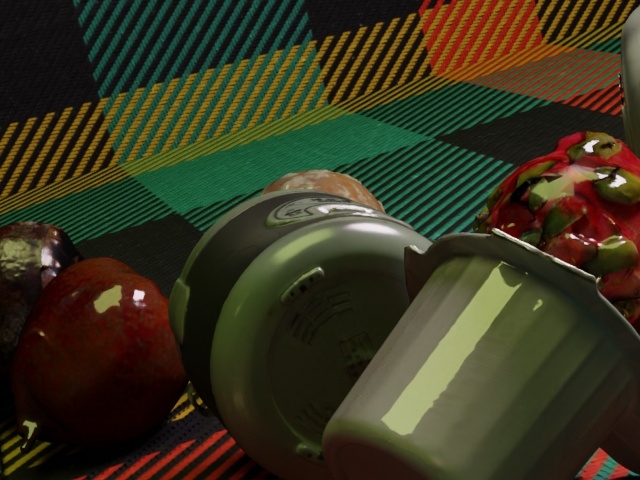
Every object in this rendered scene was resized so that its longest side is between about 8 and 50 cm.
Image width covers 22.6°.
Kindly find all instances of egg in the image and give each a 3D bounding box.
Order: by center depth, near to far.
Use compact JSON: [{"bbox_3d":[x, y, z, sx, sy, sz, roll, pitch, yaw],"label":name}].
[{"bbox_3d":[0.000,0.000,2.132,0.195,0.195,0.233,-20,12,-24],"label":"egg"}]

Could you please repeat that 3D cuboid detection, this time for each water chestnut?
[{"bbox_3d":[-0.349,0.087,1.998,0.238,0.224,0.224,-6,15,5],"label":"water chestnut"}]

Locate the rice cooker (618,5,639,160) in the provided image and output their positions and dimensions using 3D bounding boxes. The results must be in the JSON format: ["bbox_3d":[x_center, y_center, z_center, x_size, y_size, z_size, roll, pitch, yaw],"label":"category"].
[{"bbox_3d":[0.562,-0.168,2.023,0.325,0.335,0.335,-9,15,19],"label":"rice cooker"}]

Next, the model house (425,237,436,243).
[{"bbox_3d":[0.125,0.041,1.894,0.211,0.170,0.194,-19,13,-22],"label":"model house"}]

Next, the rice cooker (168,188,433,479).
[{"bbox_3d":[0.004,0.091,1.605,0.288,0.288,0.277,-17,14,-12],"label":"rice cooker"}]

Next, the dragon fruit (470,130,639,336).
[{"bbox_3d":[0.288,0.008,1.743,0.237,0.231,0.302,-46,-3,17],"label":"dragon fruit"}]

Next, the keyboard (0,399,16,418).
[{"bbox_3d":[-0.346,0.182,2.086,0.230,0.025,0.093,-23,14,-33],"label":"keyboard"}]

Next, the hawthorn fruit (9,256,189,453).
[{"bbox_3d":[-0.262,0.146,1.820,0.248,0.208,0.208,-44,27,-25],"label":"hawthorn fruit"}]

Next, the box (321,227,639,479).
[{"bbox_3d":[0.139,0.165,1.348,0.206,0.291,0.262,-47,19,-25],"label":"box"}]

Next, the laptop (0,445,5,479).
[{"bbox_3d":[-0.445,0.263,1.854,0.154,0.026,0.207,-15,14,-10],"label":"laptop"}]
